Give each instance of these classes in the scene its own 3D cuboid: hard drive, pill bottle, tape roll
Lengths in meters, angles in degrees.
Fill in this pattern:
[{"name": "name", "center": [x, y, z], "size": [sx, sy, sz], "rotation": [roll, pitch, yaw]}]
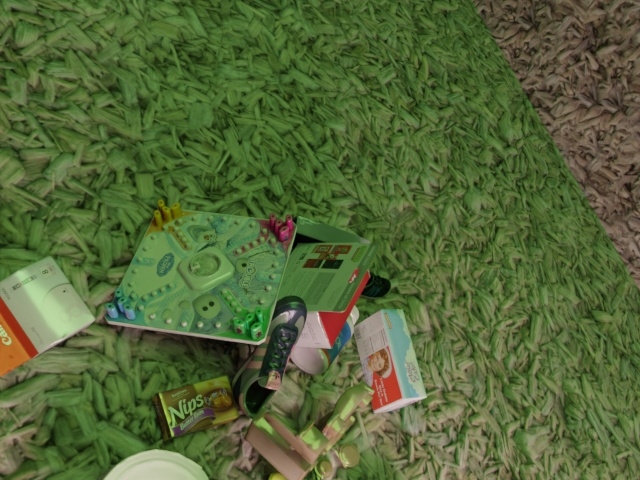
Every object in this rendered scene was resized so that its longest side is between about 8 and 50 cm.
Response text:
[{"name": "hard drive", "center": [0.000, 0.000, 2.034], "size": [0.254, 0.172, 0.054], "rotation": [19, 69, -28]}, {"name": "pill bottle", "center": [0.017, 0.259, 1.916], "size": [0.124, 0.124, 0.221], "rotation": [46, 47, -4]}, {"name": "tape roll", "center": [-0.360, 0.594, 1.454], "size": [0.286, 0.100, 0.286], "rotation": [18, 54, -26]}]

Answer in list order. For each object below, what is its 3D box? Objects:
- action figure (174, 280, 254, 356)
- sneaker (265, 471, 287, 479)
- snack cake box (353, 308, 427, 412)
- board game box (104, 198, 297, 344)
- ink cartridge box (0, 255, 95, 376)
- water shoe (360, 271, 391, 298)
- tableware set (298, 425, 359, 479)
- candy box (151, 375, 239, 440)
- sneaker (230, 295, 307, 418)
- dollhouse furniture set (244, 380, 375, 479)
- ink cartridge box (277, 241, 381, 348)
[{"name": "action figure", "center": [-0.260, 0.181, 1.751], "size": [0.275, 0.141, 0.164], "rotation": [37, 39, -10]}, {"name": "sneaker", "center": [-0.038, 0.623, 1.676], "size": [0.208, 0.094, 0.081], "rotation": [33, 50, -14]}, {"name": "snack cake box", "center": [0.196, 0.345, 1.975], "size": [0.089, 0.152, 0.264], "rotation": [4, 62, -35]}, {"name": "board game box", "center": [-0.285, 0.061, 1.701], "size": [0.390, 0.050, 0.390], "rotation": [7, 47, 8]}, {"name": "ink cartridge box", "center": [-0.654, 0.163, 1.530], "size": [0.189, 0.066, 0.232], "rotation": [54, 42, 3]}, {"name": "water shoe", "center": [0.153, 0.136, 2.119], "size": [0.203, 0.080, 0.073], "rotation": [1, 64, -36]}, {"name": "tableware set", "center": [0.023, 0.548, 1.816], "size": [0.168, 0.020, 0.141], "rotation": [-9, 65, -36]}, {"name": "candy box", "center": [-0.298, 0.401, 1.648], "size": [0.186, 0.053, 0.109], "rotation": [-6, 68, -40]}, {"name": "sneaker", "center": [-0.109, 0.290, 1.665], "size": [0.112, 0.319, 0.131], "rotation": [18, 18, -28]}, {"name": "dollhouse furniture set", "center": [0.002, 0.398, 1.693], "size": [0.174, 0.303, 0.355], "rotation": [39, 53, 13]}, {"name": "ink cartridge box", "center": [0.011, 0.141, 1.852], "size": [0.309, 0.271, 0.130], "rotation": [-56, 135, -46]}]
